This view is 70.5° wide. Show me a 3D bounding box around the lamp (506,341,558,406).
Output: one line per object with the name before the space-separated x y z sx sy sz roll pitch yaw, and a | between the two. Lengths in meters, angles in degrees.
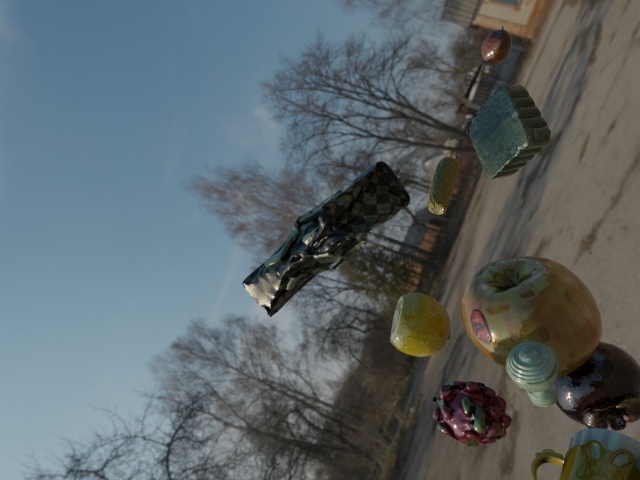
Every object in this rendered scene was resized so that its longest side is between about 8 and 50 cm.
lamp | 0.483 0.302 1.012 0.193 0.106 0.106 53 -128 -35

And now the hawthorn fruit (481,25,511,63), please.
hawthorn fruit | 0.496 -0.550 1.271 0.093 0.081 0.081 78 -145 -70

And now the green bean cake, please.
green bean cake | 0.474 -0.276 1.154 0.183 0.094 0.184 117 138 -61

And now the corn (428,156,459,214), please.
corn | 0.514 -0.238 1.905 0.101 0.102 0.310 90 -159 -59

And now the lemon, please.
lemon | 0.390 0.327 1.731 0.240 0.220 0.240 16 -90 -86

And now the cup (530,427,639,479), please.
cup | 0.549 0.517 0.923 0.226 0.241 0.185 -34 -64 -40

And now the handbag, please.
handbag | 0.000 0.000 1.163 0.416 0.180 0.317 -40 -1 40

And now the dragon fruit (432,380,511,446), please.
dragon fruit | 0.447 0.494 1.307 0.198 0.218 0.273 -39 -5 -28

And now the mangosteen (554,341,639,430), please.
mangosteen | 0.931 0.486 1.511 0.297 0.293 0.296 -10 -70 -27

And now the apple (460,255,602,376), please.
apple | 0.663 0.244 1.437 0.346 0.392 0.391 58 -143 -17
